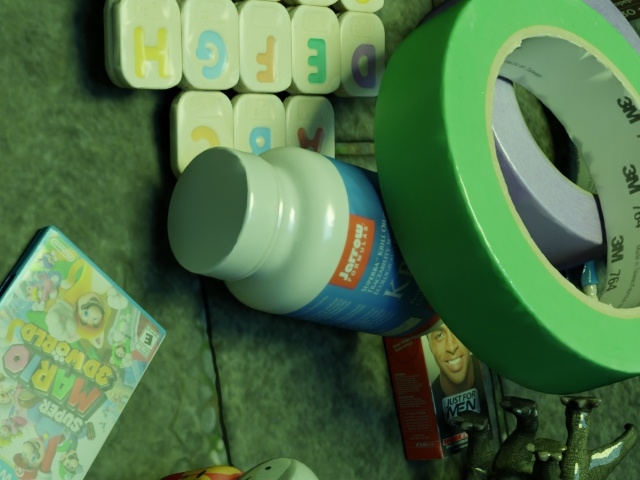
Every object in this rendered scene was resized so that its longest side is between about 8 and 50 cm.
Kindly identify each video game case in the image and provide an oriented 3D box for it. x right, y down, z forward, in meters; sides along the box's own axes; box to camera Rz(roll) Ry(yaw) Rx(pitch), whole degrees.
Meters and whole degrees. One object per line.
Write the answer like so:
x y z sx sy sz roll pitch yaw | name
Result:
-0.179 0.090 0.878 0.119 0.015 0.166 47 53 -28 | video game case

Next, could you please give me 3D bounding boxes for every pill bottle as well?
0.000 0.000 0.998 0.221 0.124 0.124 13 73 -43 | pill bottle

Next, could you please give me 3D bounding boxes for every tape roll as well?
0.182 -0.044 1.048 0.321 0.077 0.321 19 60 -37 | tape roll
0.206 -0.113 1.219 0.275 0.090 0.275 17 62 -36 | tape roll

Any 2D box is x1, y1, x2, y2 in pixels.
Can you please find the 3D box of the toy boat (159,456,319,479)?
-0.069 0.297 0.852 0.267 0.148 0.318 18 70 -41 | toy boat

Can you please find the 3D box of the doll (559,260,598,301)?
0.224 0.023 1.272 0.129 0.046 0.189 42 49 -19 | doll

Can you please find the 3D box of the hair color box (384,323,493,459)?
0.097 0.108 1.131 0.072 0.043 0.141 -11 89 -45 | hair color box

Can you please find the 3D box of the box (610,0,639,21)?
0.262 -0.374 1.288 0.381 0.191 0.143 32 61 -36 | box

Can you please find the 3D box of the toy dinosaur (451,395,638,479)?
0.174 0.217 1.115 0.313 0.121 0.160 -25 123 -62 | toy dinosaur

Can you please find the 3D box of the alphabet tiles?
-0.047 -0.182 1.019 0.284 0.021 0.278 -4 96 -47 | alphabet tiles

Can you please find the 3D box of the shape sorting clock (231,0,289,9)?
-0.068 -0.247 1.039 0.206 0.040 0.206 10 75 -43 | shape sorting clock
